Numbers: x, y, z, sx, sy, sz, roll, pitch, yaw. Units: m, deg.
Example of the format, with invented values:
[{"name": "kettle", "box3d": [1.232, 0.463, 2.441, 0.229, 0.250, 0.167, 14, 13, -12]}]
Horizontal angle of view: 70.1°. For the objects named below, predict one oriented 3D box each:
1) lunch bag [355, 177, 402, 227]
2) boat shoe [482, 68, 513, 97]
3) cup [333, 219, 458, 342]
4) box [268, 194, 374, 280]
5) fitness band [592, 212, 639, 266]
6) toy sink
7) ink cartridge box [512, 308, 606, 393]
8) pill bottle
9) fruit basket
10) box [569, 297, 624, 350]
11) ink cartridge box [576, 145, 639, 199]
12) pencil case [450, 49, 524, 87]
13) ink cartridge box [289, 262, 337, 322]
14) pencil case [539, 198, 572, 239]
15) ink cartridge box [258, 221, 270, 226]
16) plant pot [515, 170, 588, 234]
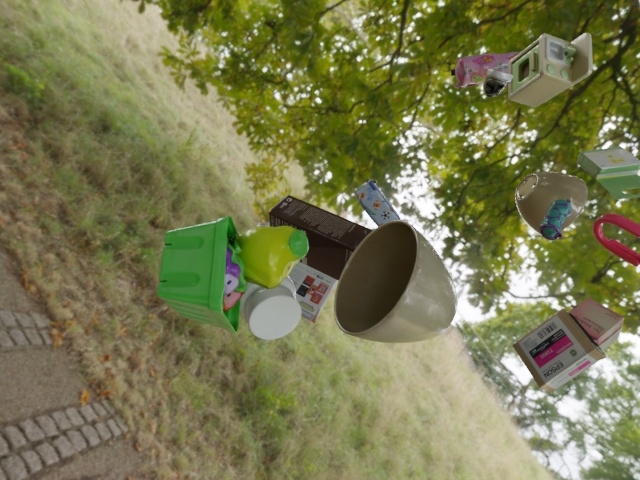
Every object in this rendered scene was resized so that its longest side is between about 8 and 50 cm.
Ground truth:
[{"name": "lunch bag", "box3d": [0.281, -0.152, 2.131, 0.303, 0.115, 0.243, 57, 13, 4]}, {"name": "boat shoe", "box3d": [0.547, -0.490, 1.438, 0.080, 0.076, 0.228, 18, 18, 7]}, {"name": "cup", "box3d": [0.227, 0.145, 1.232, 0.237, 0.331, 0.331, 31, -4, -22]}, {"name": "box", "box3d": [0.000, 0.000, 1.677, 0.381, 0.143, 0.191, 23, -44, 22]}, {"name": "fitness band", "box3d": [1.291, 0.000, 1.911, 0.291, 0.054, 0.209, 44, -12, 39]}, {"name": "toy sink", "box3d": [0.743, -0.571, 1.499, 0.131, 0.152, 0.234, 10, -13, -18]}, {"name": "ink cartridge box", "box3d": [0.838, 0.390, 1.619, 0.088, 0.234, 0.193, 30, 25, -30]}, {"name": "pill bottle", "box3d": [-0.204, 0.155, 1.545, 0.204, 0.204, 0.361, 51, 1, -37]}, {"name": "fruit basket", "box3d": [-0.213, 0.089, 1.241, 0.392, 0.283, 0.392, 1, -20, 0]}, {"name": "box", "box3d": [1.018, 0.352, 1.754, 0.148, 0.232, 0.126, 38, -34, 46]}, {"name": "ink cartridge box", "box3d": [1.052, -0.243, 1.607, 0.235, 0.171, 0.056, -106, -169, -48]}, {"name": "pencil case", "box3d": [0.668, -0.669, 1.785, 0.124, 0.284, 0.124, -7, 90, -90]}, {"name": "ink cartridge box", "box3d": [-0.121, 0.220, 2.047, 0.309, 0.272, 0.130, 28, -41, 9]}, {"name": "pencil case", "box3d": [0.752, -0.068, 1.454, 0.070, 0.151, 0.064, 28, -35, 21]}, {"name": "ink cartridge box", "box3d": [-0.239, -0.005, 2.291, 0.218, 0.159, 0.092, -93, 179, -58]}, {"name": "plant pot", "box3d": [0.964, -0.188, 1.979, 0.191, 0.284, 0.284, 27, -6, -12]}]
